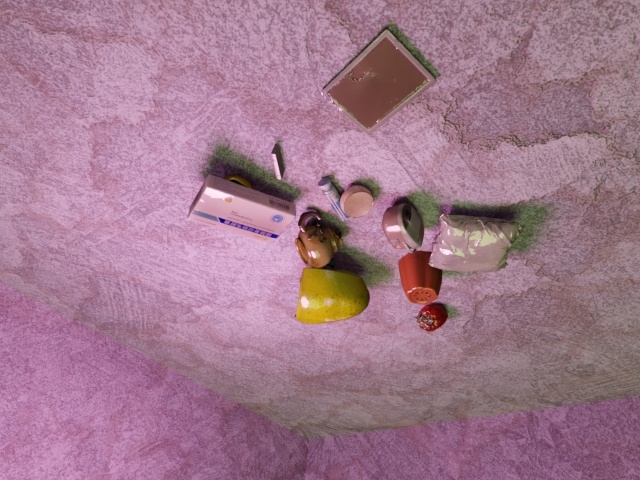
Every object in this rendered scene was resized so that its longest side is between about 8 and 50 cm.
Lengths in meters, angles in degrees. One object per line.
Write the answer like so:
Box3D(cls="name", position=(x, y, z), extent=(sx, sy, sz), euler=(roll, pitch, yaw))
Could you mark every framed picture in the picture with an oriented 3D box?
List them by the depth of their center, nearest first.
Box3D(cls="framed picture", position=(0.165, -0.452, 1.304), extent=(0.217, 0.015, 0.273), euler=(34, 134, -28))

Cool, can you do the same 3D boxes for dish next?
Box3D(cls="dish", position=(-0.318, -0.183, 1.644), extent=(0.149, 0.080, 0.207), euler=(5, 144, -10))

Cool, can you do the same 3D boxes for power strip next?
Box3D(cls="power strip", position=(-0.147, -0.265, 1.546), extent=(0.019, 0.050, 0.136), euler=(4, 140, 11))

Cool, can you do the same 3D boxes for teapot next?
Box3D(cls="teapot", position=(0.000, 0.000, 1.768), extent=(0.183, 0.173, 0.269), euler=(-22, 114, -16))

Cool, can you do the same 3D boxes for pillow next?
Box3D(cls="pillow", position=(0.579, 0.011, 1.677), extent=(0.311, 0.138, 0.283), euler=(4, 139, 10))

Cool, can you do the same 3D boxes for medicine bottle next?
Box3D(cls="medicine bottle", position=(0.054, -0.151, 1.645), extent=(0.051, 0.051, 0.191), euler=(-14, 134, 24))

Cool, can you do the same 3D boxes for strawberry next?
Box3D(cls="strawberry", position=(0.536, 0.361, 2.123), extent=(0.131, 0.148, 0.131), euler=(28, 131, 37))

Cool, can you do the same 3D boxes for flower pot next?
Box3D(cls="flower pot", position=(0.418, 0.165, 1.859), extent=(0.191, 0.173, 0.190), euler=(6, 139, 6))

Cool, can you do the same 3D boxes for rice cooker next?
Box3D(cls="rice cooker", position=(0.308, -0.046, 1.655), extent=(0.127, 0.145, 0.206), euler=(-2, 143, 30))

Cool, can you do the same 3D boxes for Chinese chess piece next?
Box3D(cls="Chinese chess piece", position=(0.131, -0.142, 1.615), extent=(0.122, 0.051, 0.122), euler=(-8, 130, -10))

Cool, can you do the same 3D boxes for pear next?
Box3D(cls="pear", position=(0.052, 0.243, 1.908), extent=(0.319, 0.238, 0.342), euler=(4, 167, -3))

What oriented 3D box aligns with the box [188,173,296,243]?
Box3D(cls="box", position=(-0.284, -0.105, 1.632), extent=(0.344, 0.065, 0.200), euler=(17, 138, -27))
